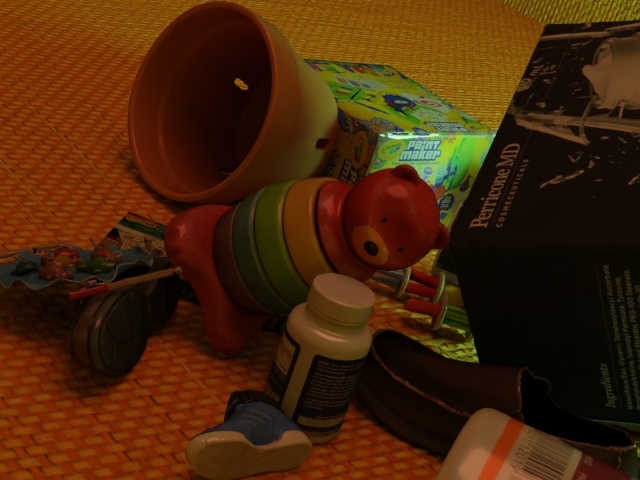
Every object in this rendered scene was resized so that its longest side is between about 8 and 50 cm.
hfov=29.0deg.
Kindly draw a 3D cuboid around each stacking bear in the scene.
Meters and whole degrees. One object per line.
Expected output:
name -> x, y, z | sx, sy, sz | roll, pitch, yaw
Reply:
stacking bear -> 0.000, 0.000, 1.391 | 0.289, 0.175, 0.164 | -16, 17, 31

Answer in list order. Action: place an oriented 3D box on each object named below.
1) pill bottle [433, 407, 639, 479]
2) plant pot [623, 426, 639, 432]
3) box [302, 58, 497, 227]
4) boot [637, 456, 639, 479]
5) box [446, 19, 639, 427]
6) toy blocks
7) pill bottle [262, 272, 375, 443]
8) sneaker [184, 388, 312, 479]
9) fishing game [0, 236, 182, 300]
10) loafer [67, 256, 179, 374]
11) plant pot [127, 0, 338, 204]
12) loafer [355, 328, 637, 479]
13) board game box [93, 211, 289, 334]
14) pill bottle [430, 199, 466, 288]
pill bottle -> 0.262, 0.319, 1.019 | 0.392, 0.224, 0.224 | 26, 24, 14
plant pot -> 0.423, 0.194, 1.566 | 0.095, 0.134, 0.134 | 44, 10, -30
box -> 0.077, -0.156, 1.998 | 0.290, 0.177, 0.279 | -4, 32, -43
boot -> 0.458, 0.279, 1.477 | 0.249, 0.090, 0.207 | 13, 10, -6
box -> 0.464, -0.033, 1.484 | 0.472, 0.297, 0.480 | 0, 40, 27
toy blocks -> 0.140, 0.077, 1.682 | 0.148, 0.054, 0.123 | 17, 23, -4
pill bottle -> 0.001, 0.124, 1.321 | 0.094, 0.169, 0.094 | 16, 25, -7
sneaker -> -0.086, 0.191, 1.244 | 0.152, 0.058, 0.084 | 3, 33, -42
fishing game -> -0.277, 0.019, 1.381 | 0.189, 0.041, 0.264 | -13, 15, -37
loafer -> -0.231, 0.082, 1.369 | 0.084, 0.096, 0.267 | 2, 13, 11
plant pot -> -0.110, -0.183, 1.814 | 0.203, 0.290, 0.291 | 14, 19, -50
loafer -> 0.201, 0.185, 1.388 | 0.366, 0.130, 0.134 | 28, 24, 20
board game box -> -0.150, 0.040, 1.578 | 0.260, 0.030, 0.136 | 20, 21, 2
pill bottle -> 0.293, 0.044, 1.776 | 0.246, 0.130, 0.130 | 23, 23, 9
